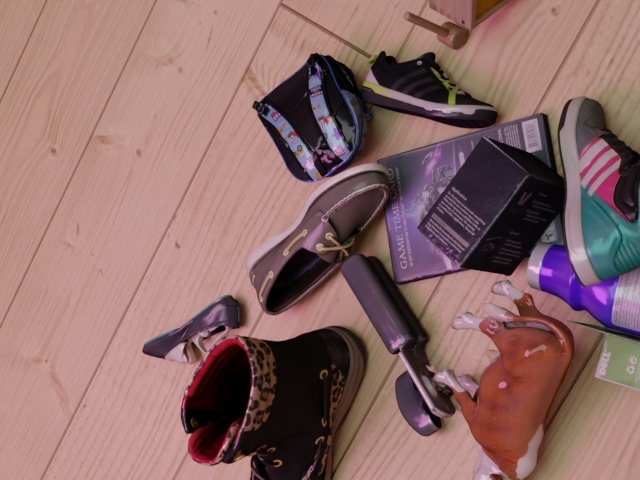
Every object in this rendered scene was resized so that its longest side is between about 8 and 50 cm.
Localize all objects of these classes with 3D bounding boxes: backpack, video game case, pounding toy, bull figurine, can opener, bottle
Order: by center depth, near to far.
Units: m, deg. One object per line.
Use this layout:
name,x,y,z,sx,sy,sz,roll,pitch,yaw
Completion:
bottle,0.411,0.065,1.614,0.283,0.092,0.118,14,93,33
bull figurine,0.246,0.209,1.671,0.188,0.101,0.310,44,129,35
pounding toy,0.211,-0.347,1.747,0.181,0.206,0.094,-38,56,-24
video game case,0.216,-0.057,1.794,0.274,0.026,0.196,-14,78,32
can opener,0.104,0.154,1.816,0.095,0.076,0.283,-42,64,22
backpack,0.004,-0.175,1.888,0.158,0.117,0.173,-37,66,24

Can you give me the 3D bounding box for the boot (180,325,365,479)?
boot,-0.089,0.299,1.800,0.138,0.284,0.377,27,99,32

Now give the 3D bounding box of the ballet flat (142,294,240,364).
ballet flat,-0.210,0.162,2.024,0.203,0.074,0.074,-31,69,24

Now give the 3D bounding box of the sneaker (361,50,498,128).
sneaker,0.158,-0.230,1.814,0.235,0.084,0.097,18,93,33

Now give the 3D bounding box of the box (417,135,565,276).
box,0.239,-0.043,1.670,0.093,0.156,0.158,45,109,29

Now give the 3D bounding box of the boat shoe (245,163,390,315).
boat shoe,0.003,0.001,1.864,0.305,0.109,0.091,-42,47,31

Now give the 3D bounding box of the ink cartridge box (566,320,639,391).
ink cartridge box,0.422,0.162,1.587,0.209,0.109,0.062,16,93,33

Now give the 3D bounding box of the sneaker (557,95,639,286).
sneaker,0.405,-0.087,1.584,0.178,0.124,0.295,-15,50,26
